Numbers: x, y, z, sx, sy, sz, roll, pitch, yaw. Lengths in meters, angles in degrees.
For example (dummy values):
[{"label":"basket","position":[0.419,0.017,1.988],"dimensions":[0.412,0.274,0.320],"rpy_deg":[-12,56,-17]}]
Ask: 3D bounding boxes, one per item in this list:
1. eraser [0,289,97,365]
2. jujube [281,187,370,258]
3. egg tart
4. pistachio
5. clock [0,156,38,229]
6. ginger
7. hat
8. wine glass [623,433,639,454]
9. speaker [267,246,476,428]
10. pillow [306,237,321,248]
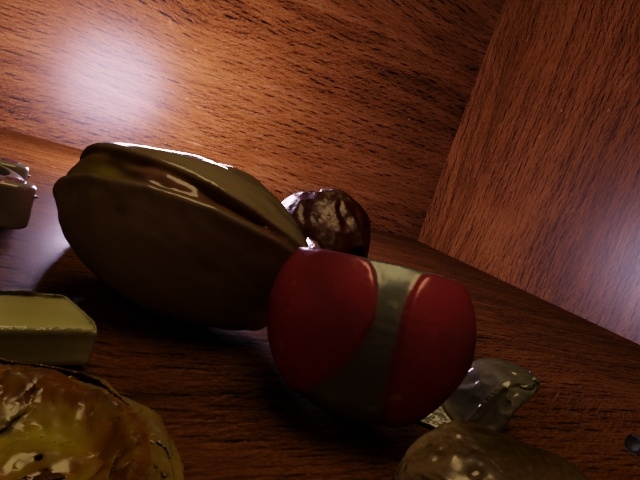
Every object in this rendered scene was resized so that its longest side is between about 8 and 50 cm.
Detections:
[{"label":"eraser","position":[-0.368,0.102,0.699],"dimensions":[0.172,0.058,0.117],"rpy_deg":[10,12,-46]},{"label":"jujube","position":[0.000,-0.001,1.542],"dimensions":[0.277,0.276,0.377],"rpy_deg":[19,7,1]},{"label":"egg tart","position":[-0.236,0.167,0.383],"dimensions":[0.291,0.115,0.290],"rpy_deg":[16,7,-2]},{"label":"pistachio","position":[-0.215,-0.005,0.995],"dimensions":[0.446,0.281,0.365],"rpy_deg":[28,-27,-21]},{"label":"clock","position":[-0.724,-0.113,1.145],"dimensions":[0.310,0.114,0.284],"rpy_deg":[12,12,-33]},{"label":"ginger","position":[0.197,0.280,0.580],"dimensions":[0.276,0.130,0.221],"rpy_deg":[1,28,-49]},{"label":"hat","position":[0.217,0.227,0.980],"dimensions":[0.245,0.149,0.214],"rpy_deg":[31,10,8]},{"label":"wine glass","position":[0.612,0.385,1.114],"dimensions":[0.083,0.042,0.038],"rpy_deg":[17,37,-24]},{"label":"speaker","position":[0.061,0.118,0.839],"dimensions":[0.295,0.294,0.294],"rpy_deg":[19,8,-3]},{"label":"pillow","position":[0.002,0.101,1.099],"dimensions":[0.034,0.211,0.135],"rpy_deg":[-11,14,-5]}]
